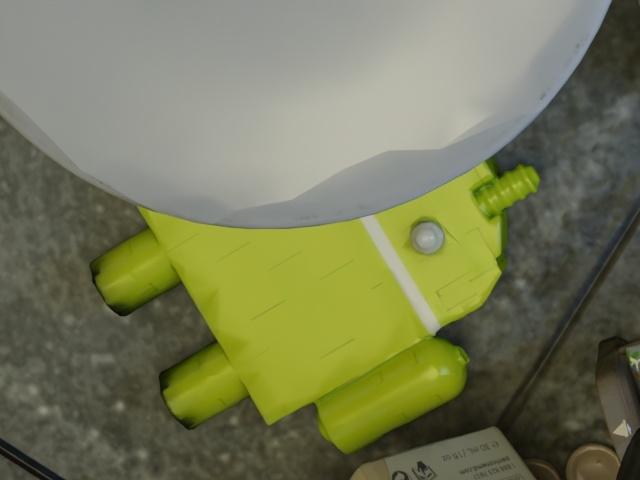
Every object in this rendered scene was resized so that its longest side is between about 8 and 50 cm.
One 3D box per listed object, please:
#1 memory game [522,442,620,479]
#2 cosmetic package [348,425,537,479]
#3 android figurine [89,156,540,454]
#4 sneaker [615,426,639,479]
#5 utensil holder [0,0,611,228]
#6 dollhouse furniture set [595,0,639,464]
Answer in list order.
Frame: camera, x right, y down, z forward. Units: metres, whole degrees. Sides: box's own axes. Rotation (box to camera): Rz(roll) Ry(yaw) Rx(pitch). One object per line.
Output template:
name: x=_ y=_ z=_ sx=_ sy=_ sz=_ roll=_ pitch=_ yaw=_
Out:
memory game: x=0.171 y=0.215 z=1.221 sx=0.186 sy=0.012 sz=0.186 roll=1 pitch=97 yaw=11
cosmetic package: x=0.113 y=0.275 z=1.101 sx=0.309 sy=0.113 sz=0.160 roll=54 pitch=136 yaw=30
android figurine: x=0.000 y=0.000 z=1.205 sx=0.273 sy=0.056 sz=0.248 roll=-29 pitch=91 yaw=15
sneaker: x=0.269 y=0.169 z=0.957 sx=0.330 sy=0.130 sz=0.147 roll=44 pitch=60 yaw=-23
utensil holder: x=-0.021 y=-0.214 z=0.967 sx=0.327 sy=0.385 sz=0.328 roll=-1 pitch=112 yaw=-2
dollhouse furniture set: x=0.314 y=0.027 z=1.037 sx=0.362 sy=0.256 sz=0.394 roll=-20 pitch=93 yaw=11
